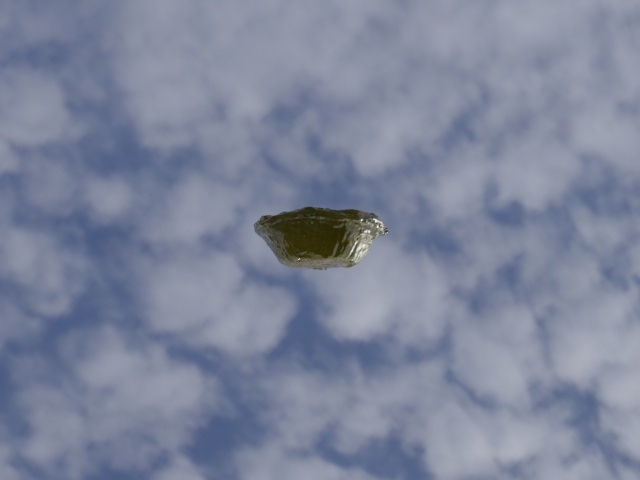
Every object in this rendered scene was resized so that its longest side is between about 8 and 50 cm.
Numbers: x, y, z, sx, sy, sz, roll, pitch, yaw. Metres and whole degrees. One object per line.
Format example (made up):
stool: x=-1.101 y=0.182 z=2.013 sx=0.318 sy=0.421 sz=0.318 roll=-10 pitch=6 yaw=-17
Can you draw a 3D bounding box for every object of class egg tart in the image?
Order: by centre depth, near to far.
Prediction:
egg tart: x=0.000 y=0.000 z=1.462 sx=0.105 sy=0.105 sz=0.039 roll=-4 pitch=-99 yaw=19
